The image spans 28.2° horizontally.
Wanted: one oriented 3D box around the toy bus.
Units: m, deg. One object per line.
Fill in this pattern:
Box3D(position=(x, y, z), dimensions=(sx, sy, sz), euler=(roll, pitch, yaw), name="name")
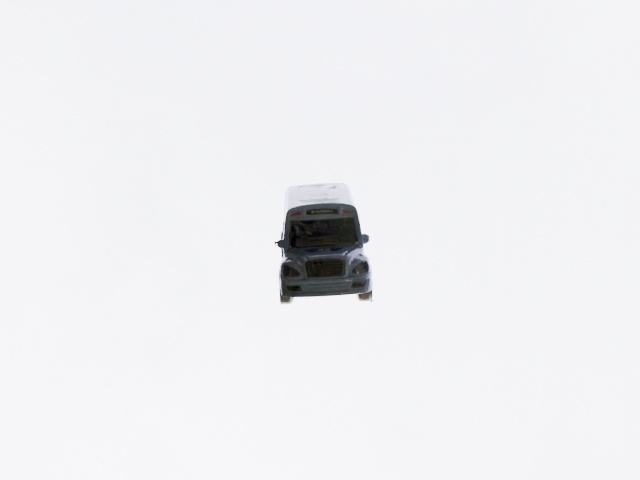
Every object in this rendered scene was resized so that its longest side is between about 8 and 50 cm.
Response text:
Box3D(position=(0.000, 0.000, 1.015), dimensions=(0.073, 0.167, 0.076), euler=(-3, -78, -2), name="toy bus")
